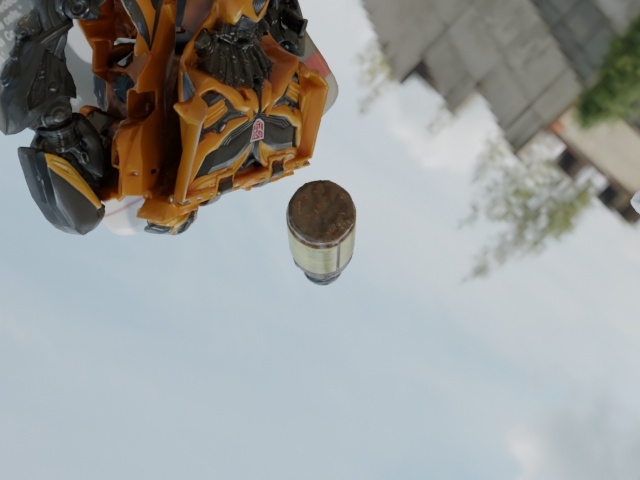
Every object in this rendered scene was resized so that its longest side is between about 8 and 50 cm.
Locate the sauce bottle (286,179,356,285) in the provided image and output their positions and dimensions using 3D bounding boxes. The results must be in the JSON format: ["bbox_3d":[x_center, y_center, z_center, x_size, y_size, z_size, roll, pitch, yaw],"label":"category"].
[{"bbox_3d":[0.000,0.000,0.923,0.042,0.042,0.128,48,168,11],"label":"sauce bottle"}]

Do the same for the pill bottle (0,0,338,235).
[{"bbox_3d":[-0.127,-0.159,0.873,0.283,0.161,0.161,57,-163,-10],"label":"pill bottle"}]

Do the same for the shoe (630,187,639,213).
[{"bbox_3d":[0.172,-0.022,0.530,0.063,0.081,0.178,38,179,-9],"label":"shoe"}]

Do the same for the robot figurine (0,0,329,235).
[{"bbox_3d":[-0.055,-0.137,0.692,0.085,0.291,0.211,15,-157,31],"label":"robot figurine"}]
